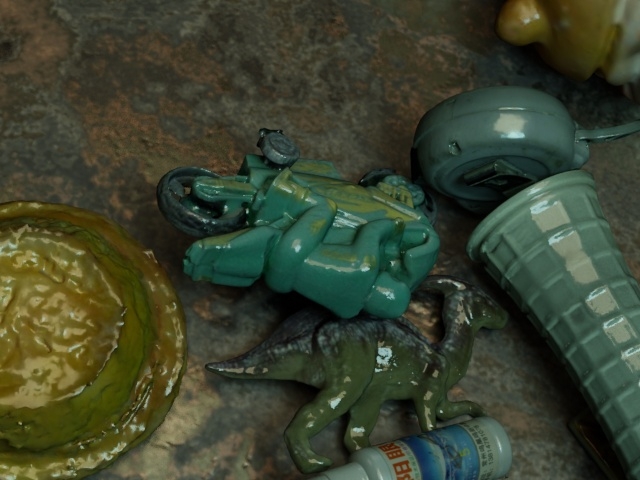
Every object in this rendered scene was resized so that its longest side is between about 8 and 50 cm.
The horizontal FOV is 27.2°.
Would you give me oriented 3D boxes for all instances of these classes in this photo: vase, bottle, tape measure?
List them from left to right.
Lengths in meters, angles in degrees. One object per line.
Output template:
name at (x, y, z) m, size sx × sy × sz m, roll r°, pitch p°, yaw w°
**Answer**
bottle at (0.061, 0.198, 1.109) m, size 0.217 × 0.060 × 0.060 m, roll -11°, pitch 70°, yaw -29°
tape measure at (0.224, -0.110, 1.185) m, size 0.164 × 0.330 × 0.084 m, roll 10°, pitch 65°, yaw -41°
vase at (0.265, 0.096, 1.208) m, size 0.143 × 0.143 × 0.299 m, roll -20°, pitch 67°, yaw -20°

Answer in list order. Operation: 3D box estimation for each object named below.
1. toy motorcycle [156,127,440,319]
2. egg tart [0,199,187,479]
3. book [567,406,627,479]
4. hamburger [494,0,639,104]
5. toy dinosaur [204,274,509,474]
toy motorcycle at (-0.002, 0.000, 1.196) m, size 0.296 × 0.109 × 0.198 m, roll 3°, pitch 40°, yaw -29°
egg tart at (-0.256, 0.081, 1.133) m, size 0.288 × 0.118 × 0.288 m, roll 3°, pitch 70°, yaw -8°
book at (0.473, 0.267, 1.259) m, size 0.300 × 0.039 × 0.428 m, roll -32°, pitch 77°, yaw -23°
hamburger at (0.303, -0.283, 1.338) m, size 0.237 × 0.276 × 0.276 m, roll 9°, pitch 66°, yaw 5°
toy dinosaur at (0.051, 0.123, 1.207) m, size 0.294 × 0.077 × 0.162 m, roll -7°, pitch 65°, yaw -31°
